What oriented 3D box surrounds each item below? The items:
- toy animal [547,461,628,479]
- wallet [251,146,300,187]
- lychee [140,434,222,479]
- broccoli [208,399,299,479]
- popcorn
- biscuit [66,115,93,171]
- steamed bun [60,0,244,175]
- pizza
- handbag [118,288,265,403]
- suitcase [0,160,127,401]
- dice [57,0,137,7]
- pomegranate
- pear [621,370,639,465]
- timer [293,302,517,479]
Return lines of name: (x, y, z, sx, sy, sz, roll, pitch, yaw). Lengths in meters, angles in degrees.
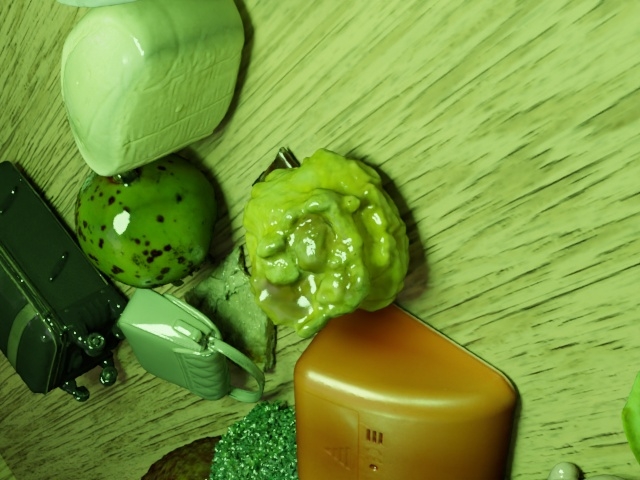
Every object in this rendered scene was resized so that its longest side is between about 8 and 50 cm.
toy animal: (0.288, 0.283, 1.019, 0.124, 0.124, 0.212, 58, 151, 1)
wallet: (-0.010, -0.022, 1.246, 0.176, 0.026, 0.095, 50, 140, 8)
lychee: (-0.170, 0.439, 1.641, 0.260, 0.260, 0.261, 33, 139, 34)
broccoli: (-0.046, 0.343, 1.512, 0.219, 0.194, 0.194, 3, 121, 26)
popcorn: (-0.001, 0.000, 1.122, 0.197, 0.155, 0.198, 10, 106, 36)
biscuit: (-0.335, -0.134, 1.582, 0.133, 0.027, 0.184, -4, 113, 56)
steamed bun: (-0.209, -0.201, 1.201, 0.155, 0.200, 0.250, 48, 143, 17)
pizza: (-0.119, 0.106, 1.484, 0.181, 0.034, 0.262, 52, 147, 10)
handbag: (-0.175, 0.168, 1.497, 0.219, 0.079, 0.256, 25, 158, 9)
suitcase: (-0.534, 0.080, 1.869, 0.434, 0.194, 0.283, 51, 146, 14)
dice: (-0.153, -0.369, 0.939, 0.243, 0.259, 0.251, 19, 131, 46)
pomegranate: (-0.218, -0.028, 1.404, 0.198, 0.246, 0.198, -9, 76, 37)
pear: (0.362, 0.125, 0.761, 0.238, 0.164, 0.255, 27, 142, 24)
timer: (0.104, 0.223, 1.227, 0.250, 0.161, 0.258, 20, 132, 24)
